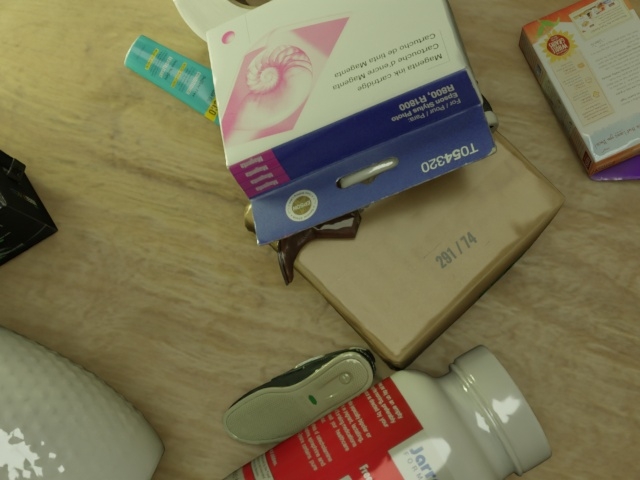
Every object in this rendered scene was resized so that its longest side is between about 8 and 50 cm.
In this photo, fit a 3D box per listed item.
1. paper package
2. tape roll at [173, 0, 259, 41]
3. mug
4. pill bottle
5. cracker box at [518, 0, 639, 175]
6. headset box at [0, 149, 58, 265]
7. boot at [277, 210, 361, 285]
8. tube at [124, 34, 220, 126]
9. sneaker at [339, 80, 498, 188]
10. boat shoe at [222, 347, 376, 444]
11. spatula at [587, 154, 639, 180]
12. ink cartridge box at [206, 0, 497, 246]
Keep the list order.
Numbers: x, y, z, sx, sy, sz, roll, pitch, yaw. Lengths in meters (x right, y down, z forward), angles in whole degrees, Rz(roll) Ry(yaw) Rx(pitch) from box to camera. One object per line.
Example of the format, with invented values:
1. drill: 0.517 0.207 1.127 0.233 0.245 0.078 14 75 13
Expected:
1. paper package: 0.112 -0.033 1.459 0.325 0.168 0.309 -45 84 -5
2. tape roll: -0.074 -0.398 1.511 0.286 0.100 0.286 1 94 16
3. mug: -0.405 0.319 1.402 0.328 0.276 0.374 25 114 -2
4. pill bottle: 0.084 0.315 1.382 0.408 0.229 0.229 -32 82 -2
5. cracker box: 0.405 -0.229 1.511 0.156 0.067 0.232 -23 73 -1
6. headset box: -0.522 -0.019 1.439 0.283 0.246 0.131 -31 83 -1
7. boot: 0.000 0.000 1.359 0.114 0.037 0.106 -6 85 -4
8. tube: -0.186 -0.230 1.559 0.207 0.052 0.080 29 94 -1
9. sneaker: 0.107 -0.149 1.359 0.217 0.079 0.121 -25 72 -1
10. boat shoe: -0.028 0.217 1.482 0.233 0.079 0.084 -27 100 12
11. spatula: 0.537 -0.118 1.522 0.296 0.030 0.084 5 76 2
12. ink cartridge box: 0.025 -0.196 1.335 0.324 0.071 0.330 -22 56 14
